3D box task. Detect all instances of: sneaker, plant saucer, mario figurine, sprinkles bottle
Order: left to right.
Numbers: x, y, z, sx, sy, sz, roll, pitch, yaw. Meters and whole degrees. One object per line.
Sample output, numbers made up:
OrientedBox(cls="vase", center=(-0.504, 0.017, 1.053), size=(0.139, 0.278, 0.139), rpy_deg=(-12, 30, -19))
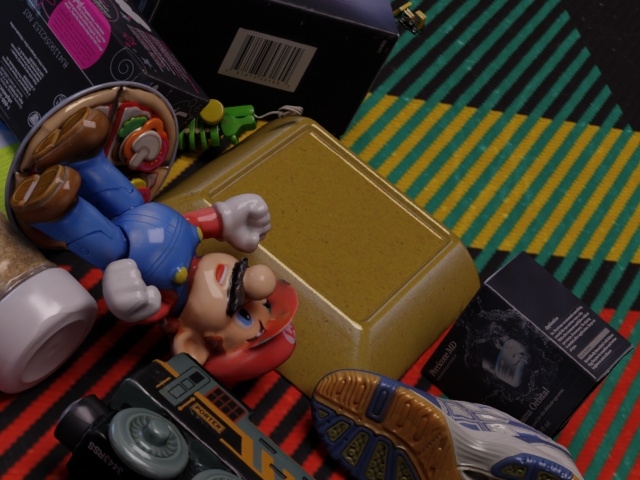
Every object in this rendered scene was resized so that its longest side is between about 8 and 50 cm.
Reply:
OrientedBox(cls="sprinkles bottle", center=(-0.371, -0.015, 1.514), size=(0.355, 0.121, 0.121), rpy_deg=(43, 40, 14))
OrientedBox(cls="mario figurine", center=(-0.127, 0.009, 1.527), size=(0.320, 0.170, 0.198), rpy_deg=(43, 76, -28))
OrientedBox(cls="plant saucer", center=(0.000, 0.000, 1.771), size=(0.333, 0.081, 0.333), rpy_deg=(39, 40, 9))
OrientedBox(cls="sneaker", center=(0.127, 0.210, 1.634), size=(0.296, 0.112, 0.131), rpy_deg=(26, 16, -2))

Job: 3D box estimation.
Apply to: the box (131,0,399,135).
OrientedBox(cls="box", center=(-0.090, -0.316, 1.969), size=(0.296, 0.183, 0.294), rpy_deg=(12, 41, -23))

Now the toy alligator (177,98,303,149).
OrientedBox(cls="toy alligator", center=(-0.115, -0.129, 1.826), size=(0.189, 0.056, 0.051), rpy_deg=(1, 76, 4))

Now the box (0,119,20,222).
OrientedBox(cls="box", center=(-0.353, -0.079, 1.654), size=(0.178, 0.042, 0.109), rpy_deg=(44, 40, 15))

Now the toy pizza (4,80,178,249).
OrientedBox(cls="toy pizza", center=(-0.222, -0.068, 1.602), size=(0.201, 0.201, 0.032), rpy_deg=(-11, 42, -40))

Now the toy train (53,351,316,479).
OrientedBox(cls="toy train", center=(-0.081, 0.242, 1.426), size=(0.334, 0.142, 0.190), rpy_deg=(39, 30, 9))

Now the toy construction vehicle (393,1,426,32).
OrientedBox(cls="toy construction vehicle", center=(0.093, -0.322, 2.206), size=(0.098, 0.035, 0.086), rpy_deg=(42, 40, 13))

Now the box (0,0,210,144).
OrientedBox(cls="box", center=(-0.266, -0.190, 1.709), size=(0.247, 0.163, 0.142), rpy_deg=(51, 15, 24))

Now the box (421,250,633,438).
OrientedBox(cls="box", center=(0.219, 0.126, 1.717), size=(0.158, 0.156, 0.093), rpy_deg=(42, 41, 13))
